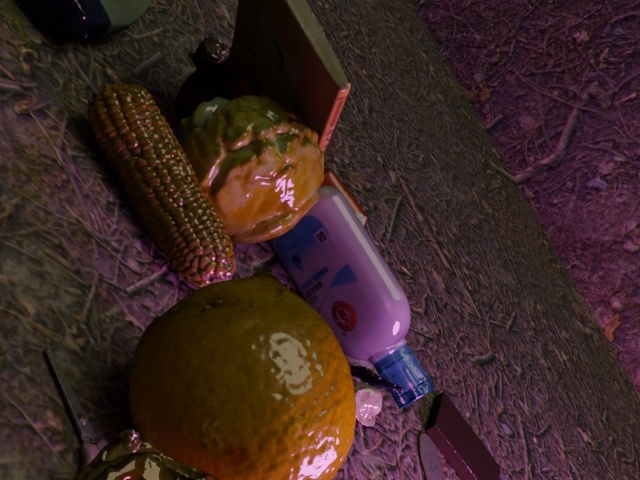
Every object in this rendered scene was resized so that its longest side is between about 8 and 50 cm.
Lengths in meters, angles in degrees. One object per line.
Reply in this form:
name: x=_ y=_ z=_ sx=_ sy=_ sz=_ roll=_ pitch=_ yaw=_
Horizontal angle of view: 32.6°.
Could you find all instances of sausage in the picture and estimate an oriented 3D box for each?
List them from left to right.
sausage: x=0.036 y=-0.076 z=1.986 sx=0.131 sy=0.041 sz=0.039 roll=53 pitch=42 yaw=-7

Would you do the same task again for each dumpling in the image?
dumpling: x=0.062 y=0.236 z=1.580 sx=0.052 sy=0.057 sz=0.076 roll=16 pitch=-3 yaw=-7

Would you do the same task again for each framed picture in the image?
framed picture: x=0.239 y=0.347 z=1.817 sx=0.168 sy=0.023 sz=0.128 roll=53 pitch=20 yaw=-7

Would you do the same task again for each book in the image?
book: x=-0.061 y=-0.230 z=1.601 sx=0.269 sy=0.032 sz=0.389 roll=62 pitch=-20 yaw=15

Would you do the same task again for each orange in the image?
orange: x=-0.154 y=0.256 z=0.959 sx=0.160 sy=0.112 sz=0.170 roll=-11 pitch=66 yaw=-39

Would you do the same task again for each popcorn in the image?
popcorn: x=-0.094 y=-0.097 z=1.499 sx=0.183 sy=0.204 sz=0.221 roll=60 pitch=-4 yaw=37

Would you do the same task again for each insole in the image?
insole: x=0.176 y=0.366 z=1.674 sx=0.064 sy=0.004 sz=0.188 roll=40 pitch=25 yaw=-32

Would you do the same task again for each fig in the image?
fig: x=-0.153 y=-0.210 z=1.639 sx=0.128 sy=0.128 sz=0.150 roll=59 pitch=-20 yaw=9

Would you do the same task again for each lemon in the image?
lemon: x=-0.075 y=0.165 z=1.120 sx=0.228 sy=0.228 sz=0.253 roll=11 pitch=49 yaw=-62

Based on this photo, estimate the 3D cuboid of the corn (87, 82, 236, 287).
corn: x=-0.196 y=-0.069 z=1.381 sx=0.291 sy=0.101 sz=0.101 roll=57 pitch=21 yaw=7

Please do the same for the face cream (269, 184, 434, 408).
face cream: x=0.053 y=0.090 z=1.613 sx=0.080 sy=0.163 sz=0.336 roll=-25 pitch=81 yaw=-44

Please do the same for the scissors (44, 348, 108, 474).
scissors: x=-0.225 y=0.186 z=1.054 sx=0.189 sy=0.015 sz=0.100 roll=59 pitch=19 yaw=15

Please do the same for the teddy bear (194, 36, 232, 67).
teddy bear: x=-0.145 y=-0.278 z=1.859 sx=0.160 sy=0.078 sz=0.119 roll=36 pitch=45 yaw=-5

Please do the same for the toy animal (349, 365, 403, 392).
toy animal: x=-0.001 y=0.180 z=1.432 sx=0.220 sy=0.108 sz=0.062 roll=14 pitch=36 yaw=-8

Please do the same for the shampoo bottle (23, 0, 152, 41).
shampoo bottle: x=-0.319 y=-0.367 z=1.593 sx=0.134 sy=0.078 sz=0.359 roll=54 pitch=20 yaw=-16

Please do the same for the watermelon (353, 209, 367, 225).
watermelon: x=0.010 y=-0.016 z=1.755 sx=0.098 sy=0.121 sz=0.158 roll=32 pitch=18 yaw=0
